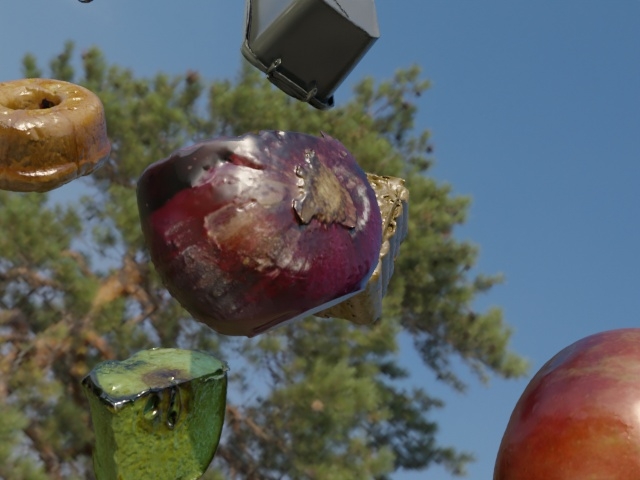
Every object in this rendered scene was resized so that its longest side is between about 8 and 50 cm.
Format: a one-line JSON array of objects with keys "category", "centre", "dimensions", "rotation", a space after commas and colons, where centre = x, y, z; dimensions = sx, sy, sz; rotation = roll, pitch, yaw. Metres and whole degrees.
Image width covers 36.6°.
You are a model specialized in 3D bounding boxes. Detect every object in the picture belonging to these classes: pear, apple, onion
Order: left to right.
[{"category": "pear", "centre": [-0.281, 0.330, 1.686], "dimensions": [0.164, 0.238, 0.255], "rotation": [20, -61, 49]}, {"category": "onion", "centre": [-0.062, 0.009, 0.773], "dimensions": [0.218, 0.195, 0.140], "rotation": [-30, -103, 43]}, {"category": "apple", "centre": [0.265, 0.186, 0.924], "dimensions": [0.163, 0.293, 0.251], "rotation": [51, -35, 3]}]

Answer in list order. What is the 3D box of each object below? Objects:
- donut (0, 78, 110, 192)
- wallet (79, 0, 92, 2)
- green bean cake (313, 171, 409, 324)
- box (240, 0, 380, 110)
[{"category": "donut", "centre": [-0.420, -0.157, 1.404], "dimensions": [0.226, 0.226, 0.114], "rotation": [25, -56, 35]}, {"category": "wallet", "centre": [-0.438, -0.478, 1.574], "dimensions": [0.141, 0.059, 0.202], "rotation": [39, -8, 8]}, {"category": "green bean cake", "centre": [0.000, 0.000, 1.352], "dimensions": [0.224, 0.230, 0.131], "rotation": [10, -45, 17]}, {"category": "box", "centre": [-0.010, -0.316, 1.374], "dimensions": [0.163, 0.243, 0.135], "rotation": [33, -58, -25]}]
